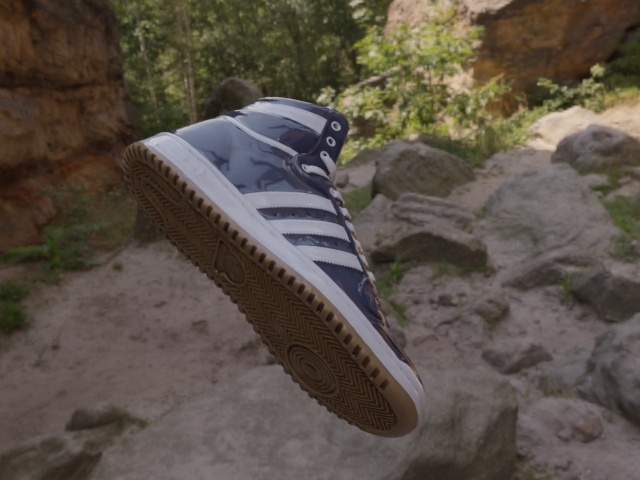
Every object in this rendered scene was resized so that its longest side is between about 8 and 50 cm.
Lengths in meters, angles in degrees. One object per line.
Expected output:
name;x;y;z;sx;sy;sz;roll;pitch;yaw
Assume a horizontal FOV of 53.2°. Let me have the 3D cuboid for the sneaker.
sneaker;0.000;0.000;0.481;0.282;0.099;0.153;45;51;12
